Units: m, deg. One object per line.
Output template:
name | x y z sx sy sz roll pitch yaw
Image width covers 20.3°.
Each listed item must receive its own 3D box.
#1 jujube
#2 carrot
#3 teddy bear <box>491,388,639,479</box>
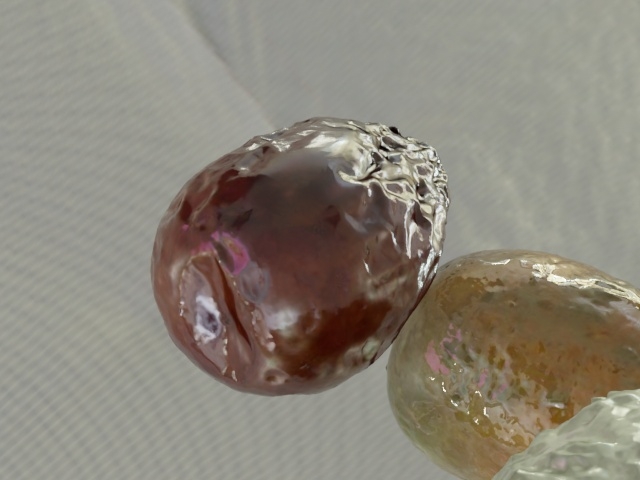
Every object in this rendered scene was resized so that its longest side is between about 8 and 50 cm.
jujube | 0.000 0.000 1.114 0.168 0.168 0.236 52 -142 0
carrot | 0.237 0.140 1.569 0.341 0.224 0.224 22 -126 23
teddy bear | 0.123 0.262 0.975 0.362 0.327 0.375 -34 -105 -26
